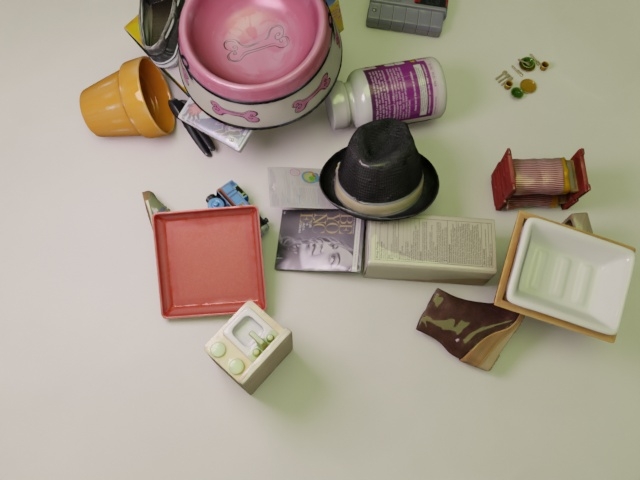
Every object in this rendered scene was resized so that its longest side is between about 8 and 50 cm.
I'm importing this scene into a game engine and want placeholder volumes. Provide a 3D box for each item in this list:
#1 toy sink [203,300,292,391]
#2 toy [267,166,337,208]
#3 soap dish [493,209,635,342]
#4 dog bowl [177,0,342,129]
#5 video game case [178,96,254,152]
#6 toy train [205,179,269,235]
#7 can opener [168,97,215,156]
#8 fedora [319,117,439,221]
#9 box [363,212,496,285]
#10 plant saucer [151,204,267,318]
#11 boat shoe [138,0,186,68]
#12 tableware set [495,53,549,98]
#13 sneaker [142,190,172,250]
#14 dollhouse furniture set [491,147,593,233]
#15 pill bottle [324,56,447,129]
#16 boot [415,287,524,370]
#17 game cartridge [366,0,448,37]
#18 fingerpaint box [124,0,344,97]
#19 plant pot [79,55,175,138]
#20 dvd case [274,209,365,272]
[{"bbox_3d":[-0.160,0.238,1.419,0.131,0.234,0.153,40,75,11],"label":"toy sink"},{"bbox_3d":[-0.016,-0.123,1.638,0.237,0.056,0.136,-1,52,-8],"label":"toy"},{"bbox_3d":[0.553,0.084,1.452,0.291,0.118,0.228,18,81,-3],"label":"soap dish"},{"bbox_3d":[-0.151,-0.477,1.495,0.408,0.150,0.407,0,78,2],"label":"dog bowl"},{"bbox_3d":[-0.224,-0.345,1.563,0.183,0.023,0.201,30,86,8],"label":"video game case"},{"bbox_3d":[-0.209,-0.062,1.606,0.105,0.080,0.184,-39,76,-20],"label":"toy train"},{"bbox_3d":[-0.342,-0.303,1.699,0.073,0.059,0.186,-29,83,-39],"label":"can opener"},{"bbox_3d":[0.153,-0.197,1.561,0.334,0.152,0.334,3,43,-2],"label":"fedora"},{"bbox_3d":[0.266,0.021,1.567,0.311,0.121,0.148,5,70,0],"label":"box"},{"bbox_3d":[-0.265,0.051,1.532,0.259,0.048,0.259,-4,93,2],"label":"plant saucer"},{"bbox_3d":[-0.390,-0.605,1.582,0.121,0.119,0.335,-6,78,7],"label":"boat shoe"},{"bbox_3d":[0.584,-0.470,1.801,0.154,0.024,0.104,-35,76,-13],"label":"tableware set"},{"bbox_3d":[-0.386,-0.046,1.605,0.086,0.064,0.192,-17,72,-16],"label":"sneaker"},{"bbox_3d":[0.566,-0.034,1.579,0.201,0.152,0.374,-2,71,-3],"label":"dollhouse furniture set"},{"bbox_3d":[0.168,-0.383,1.680,0.302,0.169,0.169,-11,71,-6],"label":"pill bottle"},{"bbox_3d":[0.375,0.169,1.535,0.207,0.090,0.248,33,77,7],"label":"boot"},{"bbox_3d":[0.272,-0.779,1.883,0.230,0.068,0.355,8,71,5],"label":"game cartridge"},{"bbox_3d":[-0.224,-0.569,1.699,0.445,0.163,0.371,-44,77,-2],"label":"fingerpaint box"},{"bbox_3d":[-0.510,-0.354,1.646,0.188,0.205,0.205,-13,71,10],"label":"plant pot"},{"bbox_3d":[0.000,0.000,1.593,0.221,0.018,0.164,1,70,13],"label":"dvd case"}]
